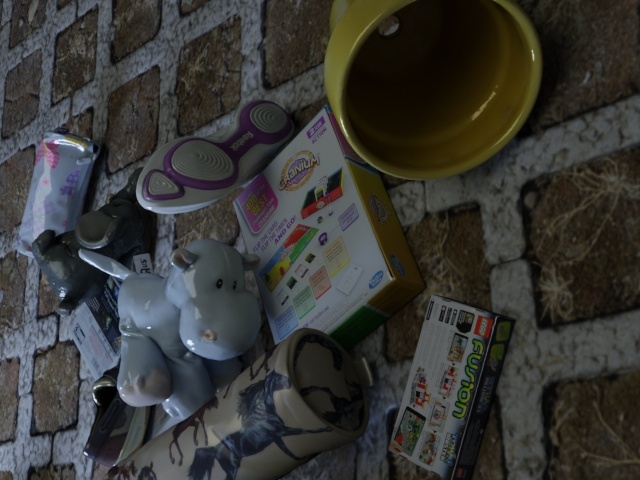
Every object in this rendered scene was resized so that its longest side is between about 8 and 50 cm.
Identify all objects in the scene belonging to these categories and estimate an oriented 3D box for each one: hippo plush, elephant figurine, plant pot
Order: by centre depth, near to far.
[{"bbox_3d":[0.116,-0.239,1.241,0.254,0.254,0.239,-56,28,21],"label":"plant pot"},{"bbox_3d":[-0.171,0.098,1.455,0.237,0.234,0.294,-35,62,35],"label":"hippo plush"},{"bbox_3d":[-0.389,-0.003,1.789,0.239,0.169,0.186,-31,88,6],"label":"elephant figurine"}]

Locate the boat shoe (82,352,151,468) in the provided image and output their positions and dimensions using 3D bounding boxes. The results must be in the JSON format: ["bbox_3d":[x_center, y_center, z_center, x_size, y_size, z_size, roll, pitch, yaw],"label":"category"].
[{"bbox_3d":[-0.332,0.253,1.628,0.103,0.092,0.285,-49,26,34],"label":"boat shoe"}]

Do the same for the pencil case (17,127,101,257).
[{"bbox_3d":[-0.529,-0.087,1.999,0.124,0.113,0.273,14,89,12],"label":"pencil case"}]

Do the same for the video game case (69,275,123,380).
[{"bbox_3d":[-0.403,0.158,1.854,0.190,0.022,0.173,46,114,46],"label":"video game case"}]

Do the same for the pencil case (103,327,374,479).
[{"bbox_3d":[-0.116,0.283,1.334,0.410,0.183,0.160,-38,76,23],"label":"pencil case"}]

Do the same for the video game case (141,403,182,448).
[{"bbox_3d":[-0.265,0.269,1.622,0.201,0.023,0.183,-51,26,26],"label":"video game case"}]

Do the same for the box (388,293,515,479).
[{"bbox_3d":[0.159,0.180,1.208,0.114,0.036,0.206,17,92,49],"label":"box"}]

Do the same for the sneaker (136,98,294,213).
[{"bbox_3d":[-0.161,-0.100,1.491,0.114,0.305,0.152,48,137,9],"label":"sneaker"}]

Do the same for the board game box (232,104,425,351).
[{"bbox_3d":[0.000,0.000,1.416,0.242,0.064,0.316,-42,51,32],"label":"board game box"}]
